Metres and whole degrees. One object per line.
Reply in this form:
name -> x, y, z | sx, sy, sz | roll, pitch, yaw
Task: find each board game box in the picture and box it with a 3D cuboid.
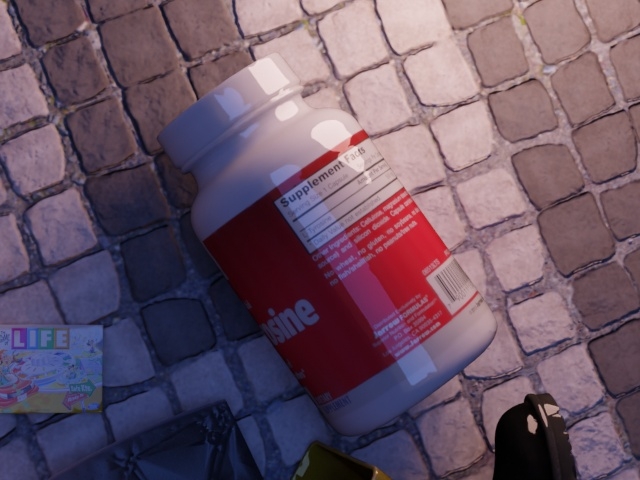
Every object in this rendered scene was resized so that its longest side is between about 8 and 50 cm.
board game box -> -0.331, 0.150, 1.703 | 0.154, 0.026, 0.103 | 0, 84, -9

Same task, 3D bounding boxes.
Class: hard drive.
hard drive -> -0.191, 0.305, 1.673 | 0.255, 0.054, 0.172 | -24, 85, -21

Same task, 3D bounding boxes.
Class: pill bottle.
pill bottle -> 0.000, 0.000, 1.666 | 0.229, 0.229, 0.407 | -35, 90, -10

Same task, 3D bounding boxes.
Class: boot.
boot -> 0.137, 0.324, 1.522 | 0.260, 0.131, 0.348 | 1, 66, 0

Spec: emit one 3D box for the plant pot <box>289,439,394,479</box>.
plant pot -> 0.049, 0.376, 1.660 | 0.187, 0.212, 0.212 | 32, 81, -18
